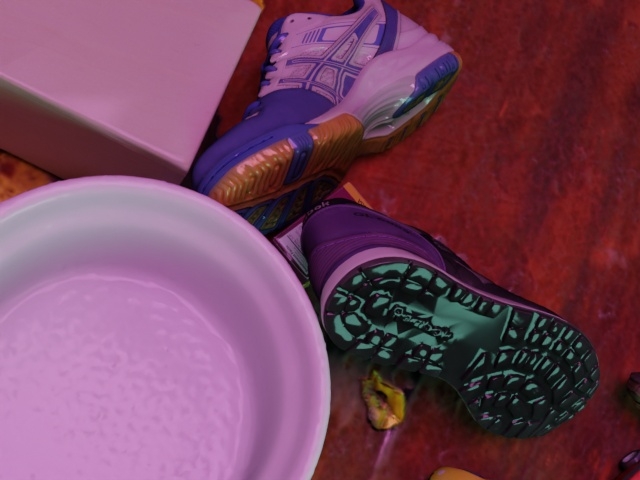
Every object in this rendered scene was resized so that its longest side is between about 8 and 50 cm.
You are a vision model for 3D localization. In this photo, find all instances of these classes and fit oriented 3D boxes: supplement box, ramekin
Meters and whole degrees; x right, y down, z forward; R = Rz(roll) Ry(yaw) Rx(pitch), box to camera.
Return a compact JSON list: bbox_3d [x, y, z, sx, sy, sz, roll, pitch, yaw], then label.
[{"bbox_3d":[0.000,0.000,0.882,0.083,0.055,0.043,-37,84,-24],"label":"supplement box"},{"bbox_3d":[-0.142,0.107,0.758,0.277,0.135,0.277,5,69,-13],"label":"ramekin"}]

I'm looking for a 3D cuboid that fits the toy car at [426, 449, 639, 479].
[{"bbox_3d":[0.203,0.270,0.839,0.239,0.053,0.225,-2,70,-16],"label":"toy car"}]

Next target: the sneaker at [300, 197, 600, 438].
[{"bbox_3d":[0.103,0.049,0.846,0.283,0.107,0.124,33,19,-35],"label":"sneaker"}]

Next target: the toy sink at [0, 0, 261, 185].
[{"bbox_3d":[-0.190,-0.142,0.841,0.234,0.131,0.152,25,65,-11],"label":"toy sink"}]

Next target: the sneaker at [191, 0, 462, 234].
[{"bbox_3d":[-0.016,-0.109,0.885,0.131,0.112,0.296,44,45,11],"label":"sneaker"}]

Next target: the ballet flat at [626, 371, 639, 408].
[{"bbox_3d":[0.364,0.167,0.920,0.250,0.084,0.058,19,101,-11],"label":"ballet flat"}]
